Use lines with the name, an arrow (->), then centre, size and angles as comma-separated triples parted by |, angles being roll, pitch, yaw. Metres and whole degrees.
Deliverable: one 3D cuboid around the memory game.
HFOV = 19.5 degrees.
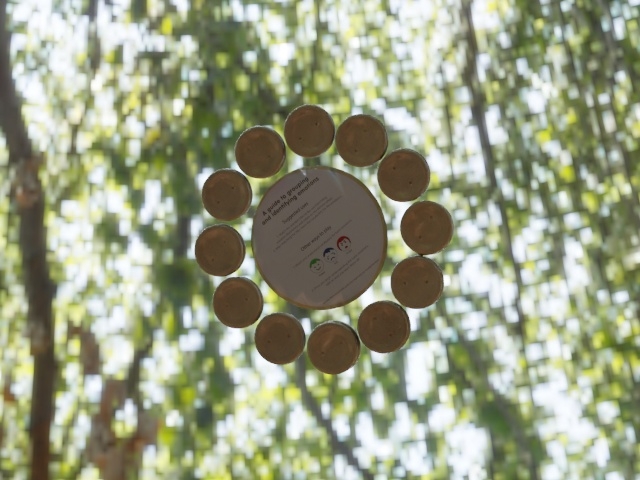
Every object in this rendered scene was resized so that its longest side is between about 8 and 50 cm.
memory game -> 0.000, 0.000, 1.271 | 0.186, 0.186, 0.012 | -22, -4, 18
